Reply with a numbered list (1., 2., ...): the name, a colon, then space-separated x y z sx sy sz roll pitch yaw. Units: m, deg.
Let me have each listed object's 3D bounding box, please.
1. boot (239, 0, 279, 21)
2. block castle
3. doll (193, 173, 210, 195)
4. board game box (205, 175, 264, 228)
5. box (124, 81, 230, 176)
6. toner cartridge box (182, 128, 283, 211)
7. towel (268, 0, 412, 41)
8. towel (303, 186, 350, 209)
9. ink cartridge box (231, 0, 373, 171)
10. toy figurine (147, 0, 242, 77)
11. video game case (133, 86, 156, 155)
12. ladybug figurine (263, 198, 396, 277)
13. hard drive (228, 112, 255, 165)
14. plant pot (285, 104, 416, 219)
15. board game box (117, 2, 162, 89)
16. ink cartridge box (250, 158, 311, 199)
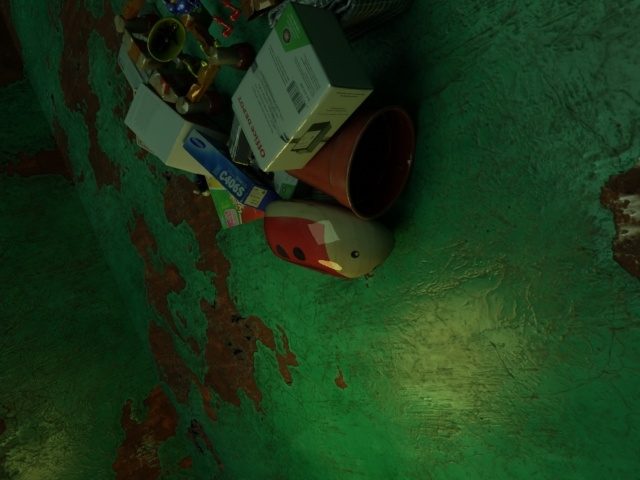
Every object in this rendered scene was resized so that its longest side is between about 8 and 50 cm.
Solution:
1. boot: -0.231 -0.758 1.440 0.283 0.109 0.220 -1 111 40
2. block castle: -0.443 -0.659 1.628 0.453 0.213 0.303 52 126 8
3. doll: -0.468 -0.237 1.922 0.046 0.129 0.189 8 149 7
4. board game box: -0.290 -0.185 1.784 0.316 0.064 0.242 -12 98 49
5. box: -0.508 -0.395 1.754 0.345 0.215 0.168 41 109 33
6. toner cartridge box: -0.276 -0.218 1.558 0.348 0.165 0.075 42 101 31
7. towel: 0.044 -0.530 1.132 0.283 0.235 0.121 -5 110 49
8. towel: -0.026 -0.235 1.496 0.324 0.056 0.312 6 115 44
9. ink cartridge box: -0.053 -0.312 1.048 0.289 0.121 0.211 -39 69 47
10. toy figurine: -0.353 -0.686 1.404 0.362 0.191 0.217 -51 42 22
11. video game case: -0.681 -0.466 2.034 0.204 0.025 0.285 30 139 10
12. ladybug figurine: 0.000 0.000 1.371 0.449 0.305 0.162 10 77 49
13. hard drive: -0.215 -0.357 1.444 0.339 0.064 0.237 -128 51 -69
14. plant pot: 0.051 -0.221 1.224 0.265 0.272 0.273 24 124 35
15. board game box: -0.688 -0.734 1.940 0.224 0.097 0.303 59 141 8
16. ink cartridge box: -0.113 -0.237 1.475 0.208 0.086 0.153 45 136 21
